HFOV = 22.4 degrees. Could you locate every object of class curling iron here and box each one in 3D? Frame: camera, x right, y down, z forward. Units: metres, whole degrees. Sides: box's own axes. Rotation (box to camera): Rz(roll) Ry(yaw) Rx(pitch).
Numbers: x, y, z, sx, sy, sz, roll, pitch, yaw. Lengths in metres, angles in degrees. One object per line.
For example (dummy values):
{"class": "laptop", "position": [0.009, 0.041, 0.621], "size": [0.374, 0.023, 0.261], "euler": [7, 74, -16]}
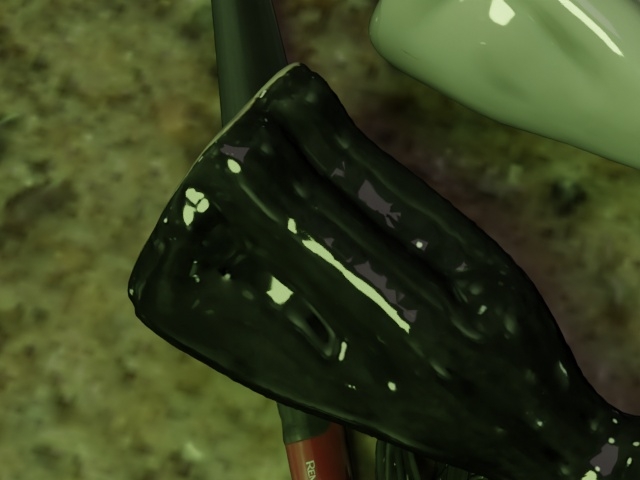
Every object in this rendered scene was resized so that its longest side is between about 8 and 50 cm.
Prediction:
{"class": "curling iron", "position": [0.000, 0.000, 0.530], "size": [0.068, 0.035, 0.274], "euler": [-9, 60, -18]}

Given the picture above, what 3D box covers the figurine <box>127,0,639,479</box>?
{"class": "figurine", "position": [0.087, 0.002, 0.485], "size": [0.209, 0.092, 0.215], "euler": [38, 56, 2]}
